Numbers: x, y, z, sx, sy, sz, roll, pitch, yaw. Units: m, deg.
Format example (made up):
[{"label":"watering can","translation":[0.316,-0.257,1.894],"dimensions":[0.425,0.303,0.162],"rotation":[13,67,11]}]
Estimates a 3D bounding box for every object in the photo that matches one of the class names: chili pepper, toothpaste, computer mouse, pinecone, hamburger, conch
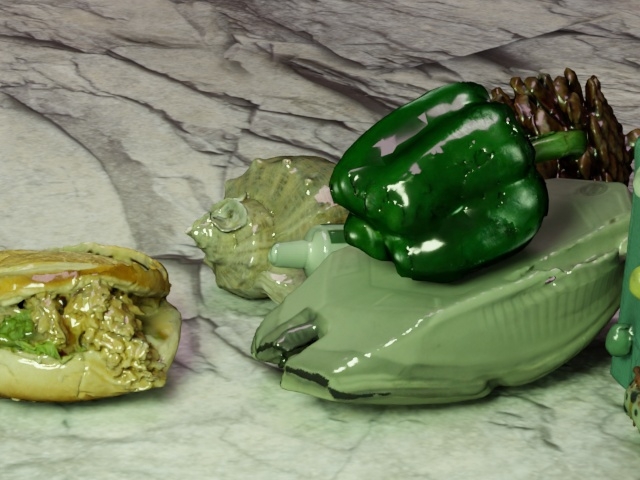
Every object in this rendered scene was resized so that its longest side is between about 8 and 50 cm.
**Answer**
[{"label":"chili pepper","translation":[0.142,-0.068,1.790],"dimensions":[0.261,0.165,0.174],"rotation":[-31,21,-17]},{"label":"toothpaste","translation":[0.124,0.014,1.997],"dimensions":[0.392,0.099,0.061],"rotation":[0,36,-26]},{"label":"computer mouse","translation":[0.143,0.069,1.859],"dimensions":[0.429,0.145,0.228],"rotation":[-21,28,-19]},{"label":"pinecone","translation":[0.244,-0.084,2.184],"dimensions":[0.272,0.224,0.224],"rotation":[-11,18,6]},{"label":"hamburger","translation":[-0.252,0.075,1.860],"dimensions":[0.286,0.146,0.243],"rotation":[5,13,37]},{"label":"conch","translation":[-0.003,-0.015,2.073],"dimensions":[0.291,0.159,0.210],"rotation":[-8,19,-25]}]

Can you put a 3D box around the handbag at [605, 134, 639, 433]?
[{"label":"handbag","translation":[0.331,0.057,1.670],"dimensions":[0.100,0.274,0.269],"rotation":[2,21,-15]}]
